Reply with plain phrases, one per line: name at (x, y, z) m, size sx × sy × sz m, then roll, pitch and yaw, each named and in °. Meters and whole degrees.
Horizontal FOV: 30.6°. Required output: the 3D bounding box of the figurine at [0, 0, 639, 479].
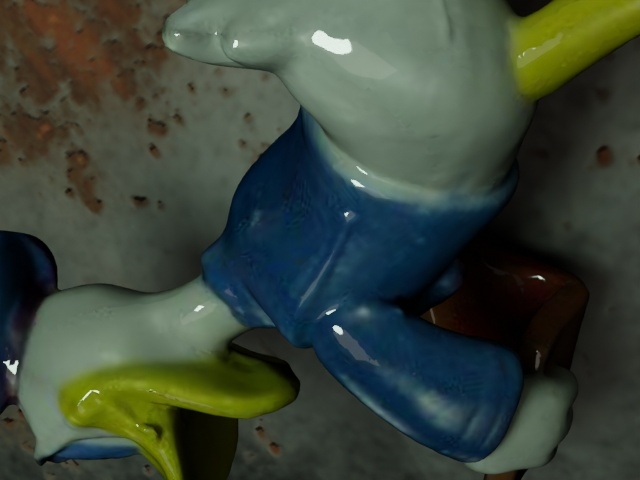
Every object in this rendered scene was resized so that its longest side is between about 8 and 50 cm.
figurine at (0.000, 0.000, 0.458) m, size 0.338 × 0.205 × 0.283 m, roll -23°, pitch 139°, yaw 8°
